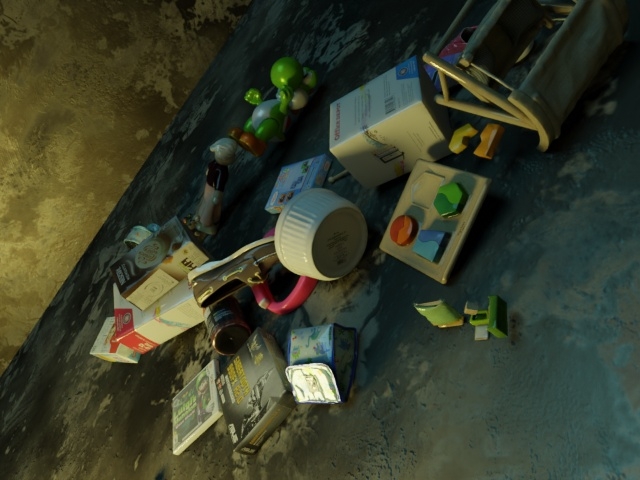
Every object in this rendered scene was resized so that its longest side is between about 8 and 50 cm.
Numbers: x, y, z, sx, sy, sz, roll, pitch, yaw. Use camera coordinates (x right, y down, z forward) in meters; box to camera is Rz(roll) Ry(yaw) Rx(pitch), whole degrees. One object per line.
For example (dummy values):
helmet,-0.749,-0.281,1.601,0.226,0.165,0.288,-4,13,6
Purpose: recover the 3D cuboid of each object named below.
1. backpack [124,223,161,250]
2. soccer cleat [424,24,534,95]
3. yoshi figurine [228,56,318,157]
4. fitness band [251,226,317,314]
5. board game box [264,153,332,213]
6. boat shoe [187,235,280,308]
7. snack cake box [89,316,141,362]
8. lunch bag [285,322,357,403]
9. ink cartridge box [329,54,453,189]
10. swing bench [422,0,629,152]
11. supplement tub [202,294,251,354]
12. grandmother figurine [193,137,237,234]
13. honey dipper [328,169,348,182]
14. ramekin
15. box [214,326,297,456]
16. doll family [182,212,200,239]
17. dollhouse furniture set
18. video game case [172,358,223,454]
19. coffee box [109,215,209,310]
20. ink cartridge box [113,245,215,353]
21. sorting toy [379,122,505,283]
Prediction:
backpack,-0.666,0.013,1.943,0.165,0.188,0.144,-1,61,52
soccer cleat,0.319,-0.427,1.142,0.318,0.116,0.109,-10,55,47
yoshi figurine,-0.163,-0.471,1.659,0.362,0.203,0.203,-50,-1,-6
fitness band,-0.100,0.066,1.309,0.209,0.054,0.291,-49,35,10
board game box,-0.069,-0.166,1.481,0.211,0.039,0.160,-5,58,49
boat shoe,-0.192,0.077,1.268,0.324,0.116,0.097,-23,71,15
snack cake box,-0.737,0.363,1.825,0.264,0.089,0.152,-13,51,46
lunch bag,0.001,0.251,0.996,0.128,0.096,0.151,-17,64,40
ink cartridge box,0.159,-0.261,1.132,0.232,0.168,0.171,-22,46,29
swing bench,0.367,-0.341,0.885,0.254,0.165,0.253,33,89,25
supplement tub,-0.259,0.213,1.337,0.106,0.106,0.198,-51,33,7
grandmother figurine,-0.364,-0.203,1.725,0.208,0.104,0.342,52,130,40
honey dipper,0.077,-0.191,1.327,0.160,0.030,0.031,-23,45,41
ramekin,0.011,-0.009,1.106,0.109,0.207,0.207,22,80,47
box,-0.150,0.340,1.136,0.183,0.056,0.231,-51,34,9
doll family,-0.504,-0.003,1.852,0.111,0.076,0.193,24,87,53
dollhouse furniture set,0.231,0.134,0.813,0.151,0.076,0.059,-18,48,42
video game case,-0.329,0.438,1.308,0.190,0.022,0.173,-45,35,16
coffee box,-0.470,0.065,1.437,0.246,0.098,0.141,-39,49,-4
ink cartridge box,-0.469,0.171,1.514,0.306,0.131,0.226,-27,49,7
sorting toy,0.232,-0.093,0.977,0.229,0.041,0.307,34,104,57
